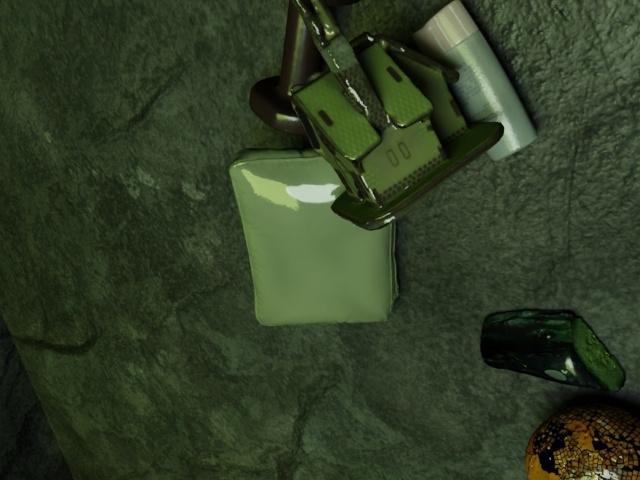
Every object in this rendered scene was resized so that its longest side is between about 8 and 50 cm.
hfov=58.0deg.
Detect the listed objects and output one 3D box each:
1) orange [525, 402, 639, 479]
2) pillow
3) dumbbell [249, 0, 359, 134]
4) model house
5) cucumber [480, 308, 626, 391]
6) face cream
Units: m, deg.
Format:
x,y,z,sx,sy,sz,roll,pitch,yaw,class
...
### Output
x,y,z,sx,sy,sz,roll,pitch,yaw,class
0.414,0.348,0.832,0.235,0.182,0.234,18,119,37,orange
0.000,0.000,0.927,0.256,0.119,0.322,-2,122,3,pillow
-0.023,-0.270,0.797,0.140,0.124,0.225,43,138,32,dumbbell
0.043,-0.185,0.694,0.278,0.205,0.218,55,174,-14,model house
0.333,0.167,0.855,0.193,0.086,0.115,3,121,44,cucumber
0.196,-0.199,0.731,0.198,0.057,0.084,58,146,-6,face cream
